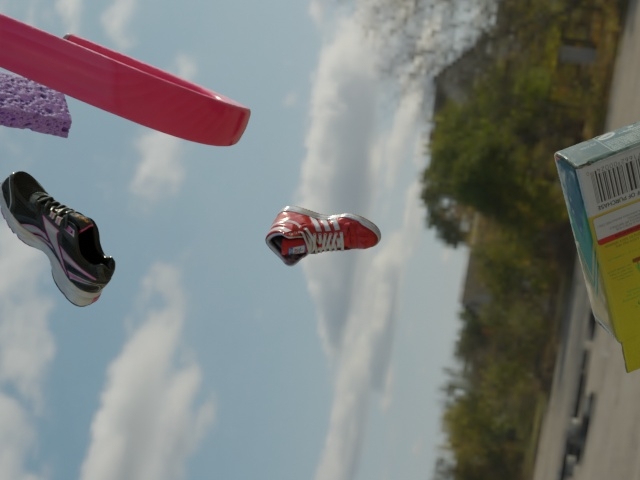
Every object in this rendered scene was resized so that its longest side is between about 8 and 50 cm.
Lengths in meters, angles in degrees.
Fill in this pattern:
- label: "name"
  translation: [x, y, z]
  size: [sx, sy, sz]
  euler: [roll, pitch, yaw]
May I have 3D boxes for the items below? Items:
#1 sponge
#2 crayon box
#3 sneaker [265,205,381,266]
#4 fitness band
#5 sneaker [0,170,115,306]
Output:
- label: "sponge"
  translation: [-0.460, -0.203, 1.844]
  size: [0.031, 0.210, 0.117]
  euler: [-65, 32, 28]
- label: "crayon box"
  translation: [0.451, -0.001, 1.764]
  size: [0.081, 0.202, 0.318]
  euler: [-125, 16, -66]
- label: "sneaker"
  translation: [0.000, 0.000, 1.382]
  size: [0.067, 0.118, 0.042]
  euler: [-56, -31, -50]
- label: "fitness band"
  translation: [-0.202, -0.152, 1.195]
  size: [0.209, 0.291, 0.054]
  euler: [-1, -68, -80]
- label: "sneaker"
  translation: [-0.300, -0.015, 1.546]
  size: [0.077, 0.178, 0.072]
  euler: [-38, 3, 37]
